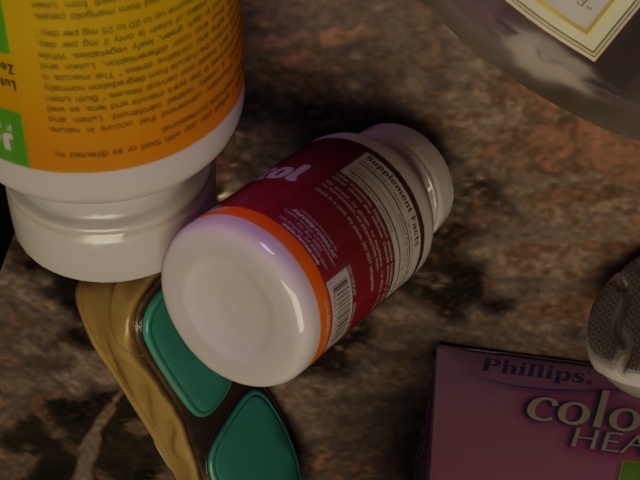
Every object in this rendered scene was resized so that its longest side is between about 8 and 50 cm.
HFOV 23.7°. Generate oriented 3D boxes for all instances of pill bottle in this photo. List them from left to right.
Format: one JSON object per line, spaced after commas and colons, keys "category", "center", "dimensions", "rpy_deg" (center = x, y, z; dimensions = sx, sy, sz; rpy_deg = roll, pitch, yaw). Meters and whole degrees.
{"category": "pill bottle", "center": [-0.103, -0.103, 0.671], "dimensions": [0.136, 0.136, 0.246], "rpy_deg": [3, 133, 5]}
{"category": "pill bottle", "center": [0.000, 0.000, 0.734], "dimensions": [0.086, 0.152, 0.086], "rpy_deg": [17, 123, 28]}

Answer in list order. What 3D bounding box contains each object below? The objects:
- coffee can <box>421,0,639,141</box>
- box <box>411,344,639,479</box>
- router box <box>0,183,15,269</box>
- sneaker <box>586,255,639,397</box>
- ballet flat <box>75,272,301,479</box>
{"category": "coffee can", "center": [0.158, -0.194, 0.509], "dimensions": [0.201, 0.201, 0.275], "rpy_deg": [24, 131, -14]}
{"category": "box", "center": [0.157, 0.197, 0.925], "dimensions": [0.213, 0.117, 0.243], "rpy_deg": [8, 132, 1]}
{"category": "router box", "center": [-0.217, -0.050, 0.665], "dimensions": [0.081, 0.243, 0.309], "rpy_deg": [3, 132, 5]}
{"category": "sneaker", "center": [0.281, 0.054, 0.787], "dimensions": [0.281, 0.105, 0.115], "rpy_deg": [-6, 138, 18]}
{"category": "ballet flat", "center": [-0.076, 0.096, 0.909], "dimensions": [0.073, 0.080, 0.232], "rpy_deg": [11, 137, 37]}
